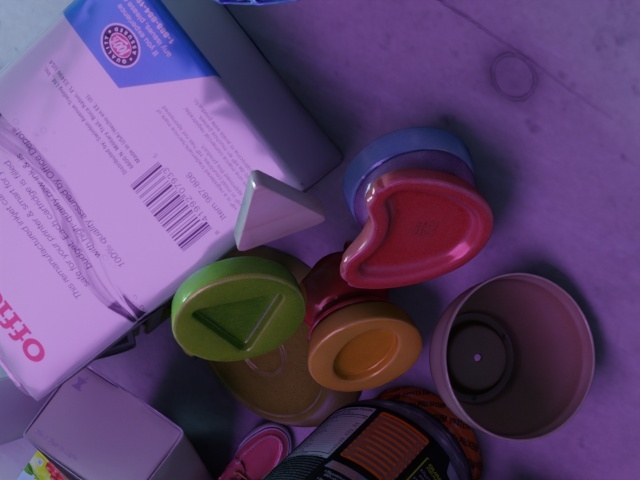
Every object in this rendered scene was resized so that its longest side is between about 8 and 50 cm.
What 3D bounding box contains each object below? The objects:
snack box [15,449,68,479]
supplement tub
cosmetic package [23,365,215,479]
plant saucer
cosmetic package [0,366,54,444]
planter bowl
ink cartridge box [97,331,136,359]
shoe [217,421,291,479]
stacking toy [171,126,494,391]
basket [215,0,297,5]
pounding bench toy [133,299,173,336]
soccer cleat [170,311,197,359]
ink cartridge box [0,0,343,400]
[{"bbox_3d":[-0.334,0.390,2.014,0.207,0.070,0.174,47,133,6],"label":"snack box"},{"bbox_3d":[0.030,0.295,1.513,0.194,0.316,0.193,19,125,29],"label":"supplement tub"},{"bbox_3d":[-0.227,0.273,1.736,0.160,0.113,0.309,31,164,18],"label":"cosmetic package"},{"bbox_3d":[-0.060,0.121,1.672,0.241,0.037,0.241,18,125,28],"label":"plant saucer"},{"bbox_3d":[-0.456,0.058,1.712,0.365,0.155,0.197,56,130,21],"label":"cosmetic package"},{"bbox_3d":[0.174,0.115,1.426,0.162,0.162,0.109,60,161,-7],"label":"planter bowl"},{"bbox_3d":[-0.318,-0.007,1.751,0.239,0.060,0.275,10,114,62],"label":"ink cartridge box"},{"bbox_3d":[-0.096,0.301,1.725,0.063,0.081,0.178,36,101,-6],"label":"shoe"},{"bbox_3d":[0.000,0.000,1.422,0.309,0.280,0.130,-59,33,39],"label":"stacking toy"},{"bbox_3d":[-0.048,-0.300,1.240,0.255,0.289,0.201,-4,113,40],"label":"basket"},{"bbox_3d":[-0.223,0.074,1.734,0.065,0.083,0.052,32,131,16],"label":"pounding bench toy"},{"bbox_3d":[-0.116,0.070,1.622,0.179,0.060,0.072,-41,74,44],"label":"soccer cleat"},{"bbox_3d":[-0.224,-0.066,1.511,0.395,0.166,0.285,-38,90,21],"label":"ink cartridge box"}]
